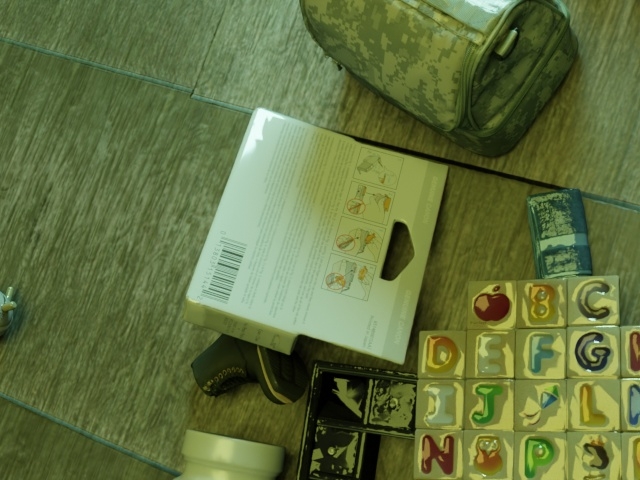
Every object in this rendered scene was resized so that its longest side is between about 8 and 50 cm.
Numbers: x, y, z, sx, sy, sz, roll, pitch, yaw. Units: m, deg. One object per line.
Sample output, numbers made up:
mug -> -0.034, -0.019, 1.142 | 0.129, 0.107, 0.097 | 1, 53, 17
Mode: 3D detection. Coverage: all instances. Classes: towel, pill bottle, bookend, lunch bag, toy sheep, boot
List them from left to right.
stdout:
toy sheep -> -0.478, 0.102, 1.499 | 0.132, 0.091, 0.091 | -20, 70, 35
pill bottle -> -0.124, 0.367, 1.264 | 0.153, 0.153, 0.264 | 6, 80, 22
boot -> -0.094, 0.171, 1.316 | 0.137, 0.077, 0.198 | -44, 26, 11
bookend -> 0.062, 0.232, 1.270 | 0.156, 0.072, 0.157 | 6, 80, 21
lunch bag -> 0.127, -0.267, 1.263 | 0.305, 0.256, 0.212 | 37, 92, 24
towel -> 0.286, -0.003, 1.264 | 0.067, 0.029, 0.119 | -9, 74, 18

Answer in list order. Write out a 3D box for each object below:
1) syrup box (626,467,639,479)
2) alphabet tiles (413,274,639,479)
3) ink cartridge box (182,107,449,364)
syrup box -> 0.428, 0.323, 1.098 | 0.096, 0.093, 0.237 | -36, 67, 10
alphabet tiles -> 0.239, 0.207, 1.149 | 0.285, 0.011, 0.342 | -3, 72, 24
ink cartridge box -> 0.000, 0.000, 1.295 | 0.261, 0.066, 0.296 | 18, 58, -1
